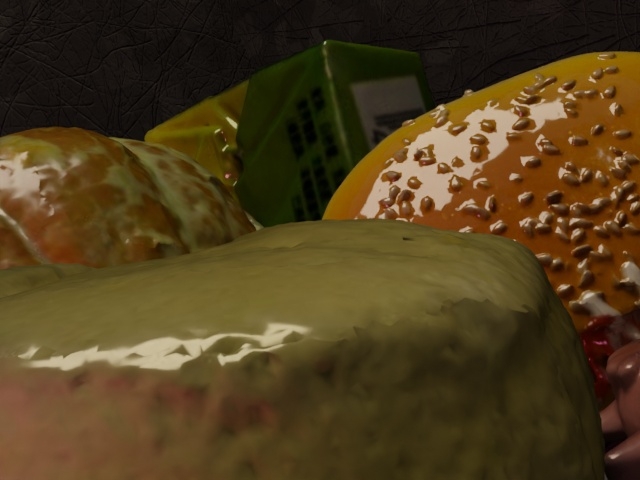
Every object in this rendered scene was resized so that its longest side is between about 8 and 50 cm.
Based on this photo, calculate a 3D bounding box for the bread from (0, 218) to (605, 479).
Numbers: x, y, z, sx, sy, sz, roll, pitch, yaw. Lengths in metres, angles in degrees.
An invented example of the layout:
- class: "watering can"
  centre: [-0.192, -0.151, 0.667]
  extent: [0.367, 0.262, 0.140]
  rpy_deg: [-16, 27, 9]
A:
- class: "bread"
  centre: [-0.033, 0.116, 0.545]
  extent: [0.321, 0.237, 0.320]
  rpy_deg: [-10, 8, 2]

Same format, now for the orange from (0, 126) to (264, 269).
- class: "orange"
  centre: [-0.152, 0.095, 0.830]
  extent: [0.329, 0.329, 0.249]
  rpy_deg: [-29, 29, -36]

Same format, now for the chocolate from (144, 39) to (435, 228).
- class: "chocolate"
  centre: [0.000, 0.000, 1.205]
  extent: [0.137, 0.300, 0.289]
  rpy_deg: [-13, -3, -39]

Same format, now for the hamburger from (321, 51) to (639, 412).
- class: "hamburger"
  centre: [0.143, 0.006, 0.824]
  extent: [0.295, 0.227, 0.151]
  rpy_deg: [-26, -18, 3]

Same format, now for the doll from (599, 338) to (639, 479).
- class: "doll"
  centre: [0.215, 0.058, 0.637]
  extent: [0.262, 0.093, 0.211]
  rpy_deg: [-19, 13, 27]
